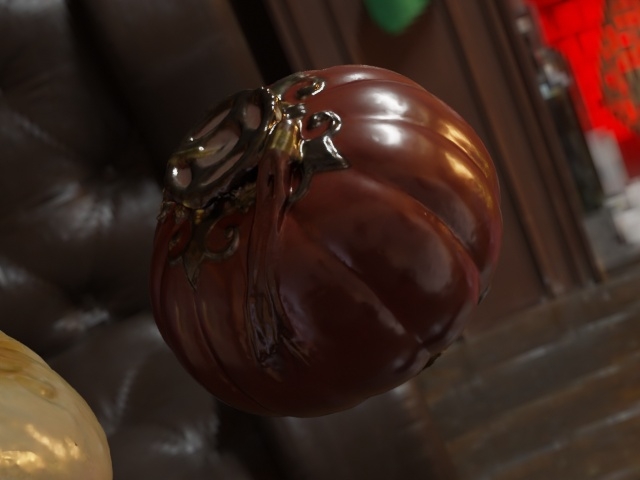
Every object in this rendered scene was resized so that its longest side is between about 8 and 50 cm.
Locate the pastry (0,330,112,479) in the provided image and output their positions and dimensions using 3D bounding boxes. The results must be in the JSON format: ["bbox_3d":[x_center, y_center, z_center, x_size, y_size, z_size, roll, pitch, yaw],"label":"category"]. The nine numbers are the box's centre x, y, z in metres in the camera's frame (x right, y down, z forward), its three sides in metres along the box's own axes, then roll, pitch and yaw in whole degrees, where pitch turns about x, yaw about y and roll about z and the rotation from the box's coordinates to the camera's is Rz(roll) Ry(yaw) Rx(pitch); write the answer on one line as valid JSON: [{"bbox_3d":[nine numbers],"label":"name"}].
[{"bbox_3d":[-0.130,0.055,0.465,0.156,0.156,0.092,20,90,53],"label":"pastry"}]

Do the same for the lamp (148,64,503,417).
[{"bbox_3d":[0.000,0.000,1.508,0.303,0.257,0.303,-31,33,23],"label":"lamp"}]
